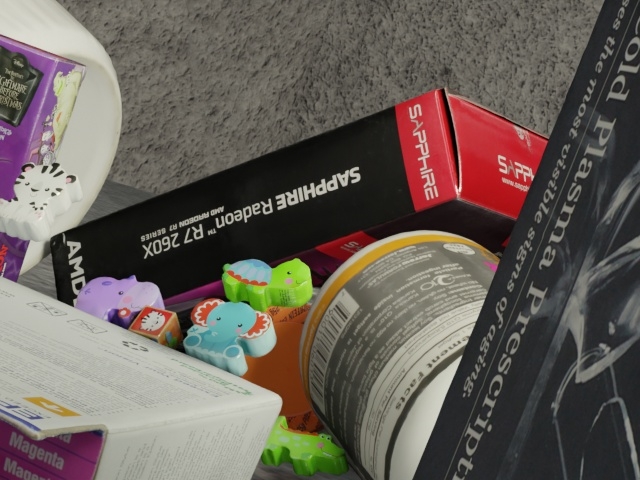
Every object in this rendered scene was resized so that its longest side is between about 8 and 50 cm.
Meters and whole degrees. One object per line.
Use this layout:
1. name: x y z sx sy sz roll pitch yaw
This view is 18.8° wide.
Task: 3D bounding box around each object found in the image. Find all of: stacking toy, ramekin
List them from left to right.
1. ramekin: -0.271 -0.082 1.494 0.127 0.273 0.273 34 9 26
2. stacking toy: -0.086 0.048 1.163 0.221 0.052 0.167 16 -39 25

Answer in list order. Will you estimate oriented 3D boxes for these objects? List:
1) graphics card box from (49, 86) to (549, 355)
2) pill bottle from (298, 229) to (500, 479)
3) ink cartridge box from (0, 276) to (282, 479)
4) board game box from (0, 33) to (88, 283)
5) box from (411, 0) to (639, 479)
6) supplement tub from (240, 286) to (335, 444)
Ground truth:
1. graphics card box: 0.000 0.000 1.526 0.371 0.094 0.233 -18 -17 28
2. pill bottle: 0.098 0.109 1.158 0.162 0.162 0.278 19 12 -24
3. ink cartridge box: -0.221 0.057 1.011 0.324 0.071 0.330 22 6 17
4. board game box: -0.339 -0.075 1.299 0.347 0.208 0.056 21 2 21
5. box: 0.175 0.078 0.552 0.179 0.343 0.312 21 2 -21
6. supplement tub: -0.001 0.092 1.408 0.117 0.117 0.190 21 3 13
